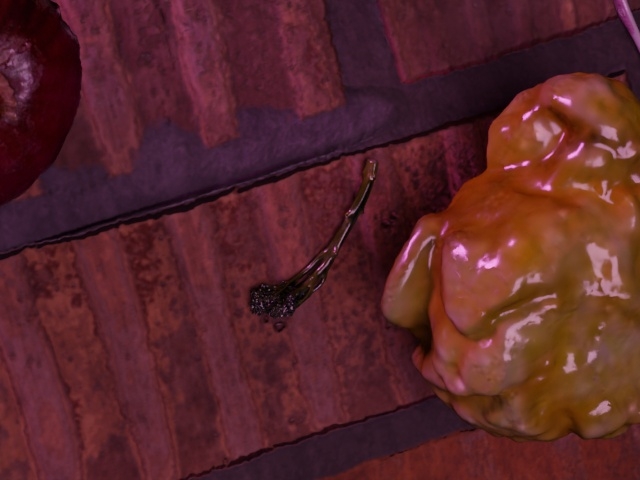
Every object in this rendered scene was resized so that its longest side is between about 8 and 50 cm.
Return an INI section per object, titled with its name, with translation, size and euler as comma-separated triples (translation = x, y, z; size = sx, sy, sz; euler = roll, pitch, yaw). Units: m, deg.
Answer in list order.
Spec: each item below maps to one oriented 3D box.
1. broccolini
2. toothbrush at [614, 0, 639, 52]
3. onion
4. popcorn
[broccolini]
translation = 0.003, 0.004, 1.883
size = 0.194, 0.054, 0.052
euler = -55, 143, -6
[toothbrush]
translation = 0.313, -0.231, 1.927
size = 0.022, 0.017, 0.204
euler = -37, 112, -17
[onion]
translation = -0.304, -0.139, 1.651
size = 0.206, 0.216, 0.207
euler = 45, 80, -26
[popcorn]
translation = 0.237, 0.034, 1.822
size = 0.293, 0.292, 0.334
euler = 24, 72, 15
